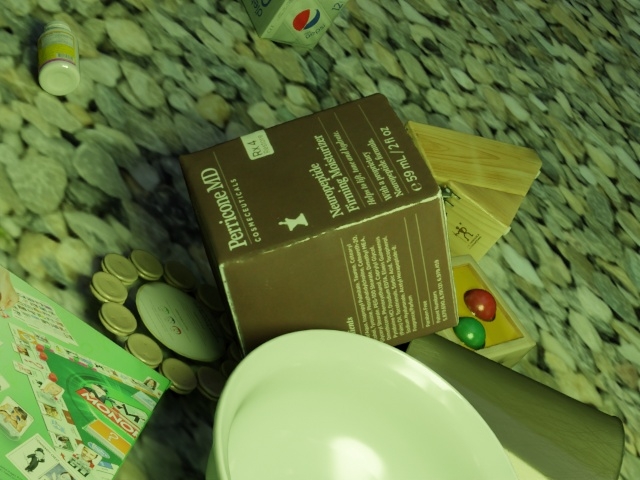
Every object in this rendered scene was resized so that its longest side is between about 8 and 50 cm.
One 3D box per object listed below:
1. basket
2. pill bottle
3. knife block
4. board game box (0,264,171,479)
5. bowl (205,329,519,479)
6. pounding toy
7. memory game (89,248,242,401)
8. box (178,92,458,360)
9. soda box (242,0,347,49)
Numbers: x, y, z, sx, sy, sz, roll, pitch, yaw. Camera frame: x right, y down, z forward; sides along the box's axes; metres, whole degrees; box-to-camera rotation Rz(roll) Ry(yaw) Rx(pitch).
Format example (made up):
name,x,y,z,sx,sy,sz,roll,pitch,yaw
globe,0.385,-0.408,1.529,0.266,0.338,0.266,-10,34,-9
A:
name,x,y,z,sx,sy,sz,roll,pitch,yaw
basket,0.151,0.189,1.317,0.226,0.154,0.204,32,39,-3
pill bottle,-0.275,-0.193,1.449,0.043,0.043,0.083,18,39,-28
knife block,0.124,-0.088,1.654,0.242,0.088,0.276,39,35,-1
board game box,-0.293,0.098,1.099,0.317,0.046,0.213,35,34,-5
bowl,0.019,0.230,1.148,0.297,0.134,0.298,21,43,-21
pounding toy,0.134,0.058,1.493,0.181,0.094,0.206,-9,57,-47
memory game,-0.132,0.077,1.276,0.186,0.012,0.186,31,26,-17
box,0.000,0.000,1.262,0.203,0.167,0.168,-18,43,-7
soda box,-0.067,-0.387,1.814,0.091,0.098,0.286,6,46,-38
